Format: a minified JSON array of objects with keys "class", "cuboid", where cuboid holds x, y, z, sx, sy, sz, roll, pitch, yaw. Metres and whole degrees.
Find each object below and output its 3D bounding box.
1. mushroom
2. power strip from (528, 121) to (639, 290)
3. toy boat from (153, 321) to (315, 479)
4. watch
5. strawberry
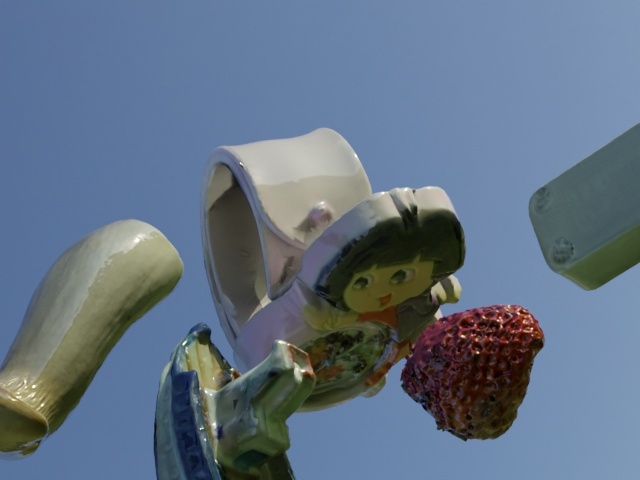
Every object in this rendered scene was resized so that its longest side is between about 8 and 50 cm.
[{"class":"mushroom","cuboid":[-0.256,0.103,1.351,0.329,0.122,0.159,-57,-8,-47]},{"class":"power strip","cuboid":[0.342,-0.092,1.074,0.385,0.091,0.062,-35,-42,25]},{"class":"toy boat","cuboid":[-0.048,0.162,0.972,0.115,0.262,0.114,-29,-36,25]},{"class":"watch","cuboid":[0.000,0.000,1.161,0.196,0.231,0.244,-8,-42,-20]},{"class":"strawberry","cuboid":[0.100,0.080,0.852,0.096,0.083,0.083,-41,-31,10]}]
